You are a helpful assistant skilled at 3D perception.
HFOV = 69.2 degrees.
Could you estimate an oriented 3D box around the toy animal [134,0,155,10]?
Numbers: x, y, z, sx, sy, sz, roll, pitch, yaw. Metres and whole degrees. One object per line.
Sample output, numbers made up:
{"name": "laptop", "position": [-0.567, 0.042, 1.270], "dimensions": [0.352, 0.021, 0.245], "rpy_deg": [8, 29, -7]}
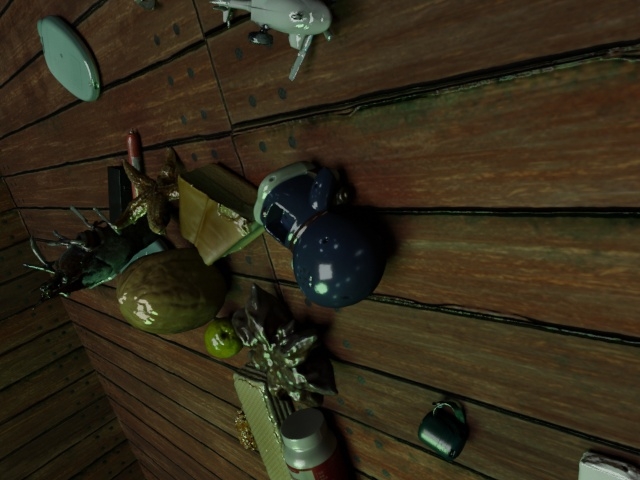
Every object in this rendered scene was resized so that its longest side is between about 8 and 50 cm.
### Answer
{"name": "toy animal", "position": [-0.425, -0.529, 0.915], "dimensions": [0.155, 0.095, 0.219], "rpy_deg": [-11, 104, 44]}

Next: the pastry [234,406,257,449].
{"name": "pastry", "position": [-0.218, 0.568, 1.391], "dimensions": [0.087, 0.063, 0.169], "rpy_deg": [16, 123, 37]}

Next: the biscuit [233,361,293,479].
{"name": "biscuit", "position": [-0.113, 0.530, 1.248], "dimensions": [0.144, 0.079, 0.425], "rpy_deg": [4, 117, 44]}

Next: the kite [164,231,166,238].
{"name": "kite", "position": [-0.495, -0.085, 1.326], "dimensions": [0.244, 0.006, 0.198], "rpy_deg": [-26, 94, 50]}

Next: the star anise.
{"name": "star anise", "position": [-0.078, 0.235, 1.008], "dimensions": [0.315, 0.108, 0.315], "rpy_deg": [34, 141, 34]}

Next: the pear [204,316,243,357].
{"name": "pear", "position": [-0.248, 0.253, 1.204], "dimensions": [0.107, 0.107, 0.131], "rpy_deg": [50, 151, 11]}

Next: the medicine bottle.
{"name": "medicine bottle", "position": [-0.010, 0.534, 1.101], "dimensions": [0.131, 0.131, 0.250], "rpy_deg": [2, 115, 46]}

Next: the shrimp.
{"name": "shrimp", "position": [-0.499, 0.008, 1.079], "dimensions": [0.166, 0.411, 0.221], "rpy_deg": [30, 129, 23]}

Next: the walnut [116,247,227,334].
{"name": "walnut", "position": [-0.356, 0.123, 1.113], "dimensions": [0.225, 0.261, 0.224], "rpy_deg": [5, 97, 43]}

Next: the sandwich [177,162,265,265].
{"name": "sandwich", "position": [-0.188, -0.031, 0.961], "dimensions": [0.220, 0.108, 0.186], "rpy_deg": [31, 133, 26]}

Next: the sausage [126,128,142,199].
{"name": "sausage", "position": [-0.491, -0.176, 1.237], "dimensions": [0.034, 0.034, 0.253], "rpy_deg": [31, 130, 31]}

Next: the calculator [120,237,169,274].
{"name": "calculator", "position": [-0.526, 0.065, 1.366], "dimensions": [0.299, 0.041, 0.185], "rpy_deg": [14, 99, 39]}

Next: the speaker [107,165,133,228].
{"name": "speaker", "position": [-0.565, -0.099, 1.319], "dimensions": [0.082, 0.044, 0.218], "rpy_deg": [15, 108, 40]}

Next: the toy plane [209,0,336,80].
{"name": "toy plane", "position": [-0.079, -0.342, 0.662], "dimensions": [0.273, 0.107, 0.181], "rpy_deg": [44, 133, 24]}

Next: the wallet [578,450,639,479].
{"name": "wallet", "position": [0.410, 0.378, 0.645], "dimensions": [0.095, 0.033, 0.189], "rpy_deg": [10, 120, 41]}

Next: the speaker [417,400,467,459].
{"name": "speaker", "position": [0.217, 0.321, 0.804], "dimensions": [0.075, 0.060, 0.094], "rpy_deg": [26, 94, 34]}

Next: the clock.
{"name": "clock", "position": [0.000, 0.000, 0.762], "dimensions": [0.243, 0.147, 0.199], "rpy_deg": [50, 136, 23]}

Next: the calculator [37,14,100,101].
{"name": "calculator", "position": [-0.682, -0.490, 1.245], "dimensions": [0.295, 0.042, 0.184], "rpy_deg": [41, 137, 20]}

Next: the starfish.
{"name": "starfish", "position": [-0.368, -0.114, 1.045], "dimensions": [0.277, 0.236, 0.062], "rpy_deg": [51, 176, 39]}
